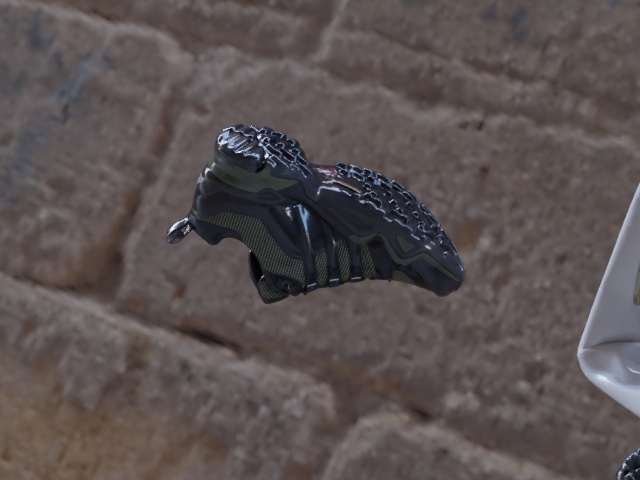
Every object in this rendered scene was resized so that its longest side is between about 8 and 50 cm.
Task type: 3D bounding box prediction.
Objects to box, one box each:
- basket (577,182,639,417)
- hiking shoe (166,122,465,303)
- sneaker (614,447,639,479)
[{"bbox_3d":[0.211,0.043,0.705,0.103,0.113,0.167,11,13,-34],"label":"basket"},{"bbox_3d":[0.000,0.000,1.235,0.227,0.114,0.086,26,24,-21],"label":"hiking shoe"},{"bbox_3d":[0.394,0.258,1.576,0.283,0.107,0.124,1,-42,-24],"label":"sneaker"}]
